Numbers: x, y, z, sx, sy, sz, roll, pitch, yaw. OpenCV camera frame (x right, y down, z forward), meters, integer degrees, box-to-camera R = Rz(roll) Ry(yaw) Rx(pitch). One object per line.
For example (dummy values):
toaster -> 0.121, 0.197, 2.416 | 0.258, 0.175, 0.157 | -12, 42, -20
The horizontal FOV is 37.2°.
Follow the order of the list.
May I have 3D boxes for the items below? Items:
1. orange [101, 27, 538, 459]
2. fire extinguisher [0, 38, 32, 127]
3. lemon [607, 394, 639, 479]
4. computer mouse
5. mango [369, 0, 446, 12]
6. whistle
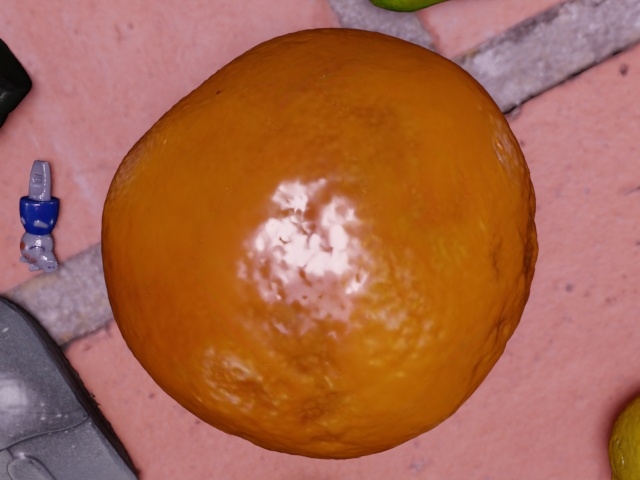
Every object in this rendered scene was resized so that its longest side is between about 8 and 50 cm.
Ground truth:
orange -> 0.000, 0.000, 0.570 | 0.261, 0.261, 0.261 | 0, 100, 2
fire extinguisher -> -0.336, -0.023, 0.656 | 0.095, 0.114, 0.311 | 44, 100, 3
lemon -> 0.265, 0.150, 0.662 | 0.133, 0.109, 0.109 | -19, 99, 14
computer mouse -> -0.219, 0.146, 0.701 | 0.113, 0.068, 0.229 | -28, 97, 8
mango -> 0.094, -0.218, 0.613 | 0.163, 0.089, 0.117 | -13, 99, 5
whistle -> -0.203, -0.017, 0.691 | 0.033, 0.029, 0.083 | 11, 105, 19
